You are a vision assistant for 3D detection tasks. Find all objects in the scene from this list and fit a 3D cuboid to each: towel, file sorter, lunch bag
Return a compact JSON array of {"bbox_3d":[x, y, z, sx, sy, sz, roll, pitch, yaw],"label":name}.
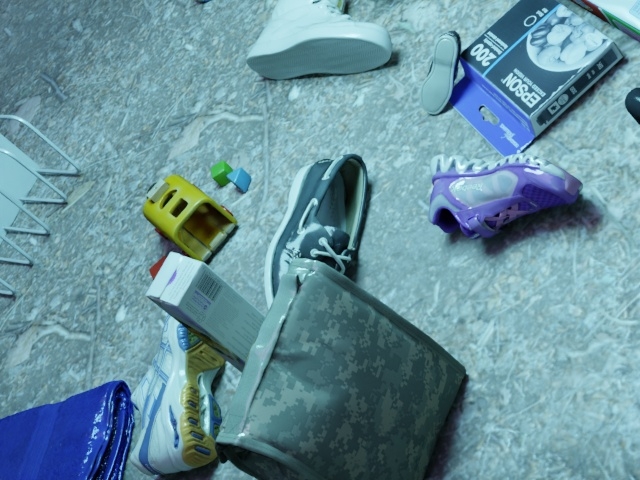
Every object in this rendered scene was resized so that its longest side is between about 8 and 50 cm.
[{"bbox_3d":[-0.410,0.340,1.924,0.308,0.076,0.228,-19,40,30],"label":"towel"},{"bbox_3d":[-0.578,-0.065,2.310,0.173,0.193,0.278,4,61,40],"label":"file sorter"},{"bbox_3d":[0.005,0.181,1.513,0.169,0.287,0.235,3,61,43],"label":"lunch bag"}]

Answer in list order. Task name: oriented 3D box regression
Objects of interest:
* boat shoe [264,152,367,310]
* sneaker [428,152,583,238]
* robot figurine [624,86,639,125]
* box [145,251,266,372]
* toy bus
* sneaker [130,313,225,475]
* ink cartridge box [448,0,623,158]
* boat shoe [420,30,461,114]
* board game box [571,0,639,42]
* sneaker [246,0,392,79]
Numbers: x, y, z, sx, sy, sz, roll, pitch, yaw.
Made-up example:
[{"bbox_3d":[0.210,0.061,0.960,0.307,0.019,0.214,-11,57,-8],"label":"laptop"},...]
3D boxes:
[{"bbox_3d":[0.000,0.000,1.804,0.091,0.114,0.302,-21,46,35],"label":"boat shoe"},{"bbox_3d":[0.227,-0.049,1.670,0.236,0.095,0.104,2,66,48],"label":"sneaker"},{"bbox_3d":[0.471,-0.120,1.447,0.278,0.173,0.209,36,127,51],"label":"robot figurine"},{"bbox_3d":[-0.086,0.126,1.609,0.063,0.324,0.067,16,70,44],"label":"box"},{"bbox_3d":[-0.223,-0.050,2.049,0.202,0.104,0.191,-19,46,29],"label":"toy bus"},{"bbox_3d":[-0.212,0.188,1.837,0.131,0.112,0.296,-23,45,27],"label":"sneaker"},{"bbox_3d":[0.280,-0.234,1.805,0.208,0.045,0.206,-44,39,6],"label":"ink cartridge box"},{"bbox_3d":[0.174,-0.241,1.872,0.046,0.125,0.038,18,33,16],"label":"boat shoe"},{"bbox_3d":[0.435,-0.401,1.733,0.242,0.064,0.316,-52,46,8],"label":"board game box"},{"bbox_3d":[0.014,-0.356,2.092,0.292,0.108,0.169,3,63,44],"label":"sneaker"}]
